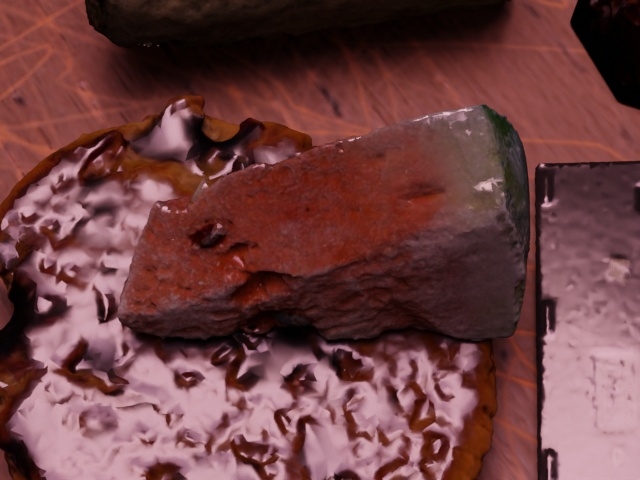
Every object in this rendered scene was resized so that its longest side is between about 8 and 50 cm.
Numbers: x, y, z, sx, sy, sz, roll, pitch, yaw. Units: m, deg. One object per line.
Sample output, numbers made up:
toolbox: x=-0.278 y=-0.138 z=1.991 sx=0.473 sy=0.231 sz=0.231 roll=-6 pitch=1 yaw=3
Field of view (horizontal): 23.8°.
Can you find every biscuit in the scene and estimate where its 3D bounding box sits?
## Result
biscuit: x=-0.059 y=0.071 z=0.918 sx=0.289 sy=0.081 sz=0.334 roll=-34 pitch=71 yaw=-14

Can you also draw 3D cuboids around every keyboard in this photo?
keyboard: x=0.182 y=0.094 z=0.920 sx=0.106 sy=0.027 sz=0.317 roll=1 pitch=64 yaw=8

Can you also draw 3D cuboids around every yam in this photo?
yam: x=-0.013 y=-0.229 z=0.993 sx=0.300 sy=0.195 sz=0.195 roll=-8 pitch=64 yaw=0

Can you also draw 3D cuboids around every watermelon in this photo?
watermelon: x=0.000 y=0.000 z=0.850 sx=0.241 sy=0.154 sz=0.094 roll=-9 pitch=64 yaw=7

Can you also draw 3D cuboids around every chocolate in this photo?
chocolate: x=0.251 y=-0.170 z=0.984 sx=0.156 sy=0.133 sz=0.156 roll=0 pitch=64 yaw=1
